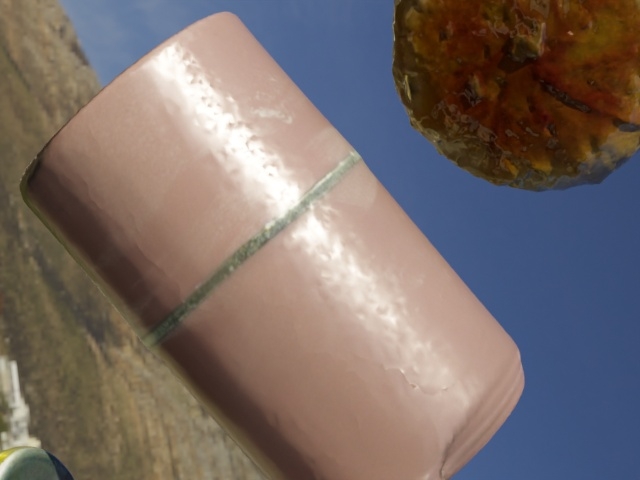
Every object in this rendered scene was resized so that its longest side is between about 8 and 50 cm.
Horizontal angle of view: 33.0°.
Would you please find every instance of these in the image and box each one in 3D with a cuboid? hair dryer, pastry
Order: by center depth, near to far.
[{"bbox_3d":[0.000,0.000,0.587,0.210,0.125,0.352,49,13,-1],"label":"hair dryer"},{"bbox_3d":[0.131,-0.128,0.666,0.093,0.182,0.193,-62,165,-62],"label":"pastry"}]

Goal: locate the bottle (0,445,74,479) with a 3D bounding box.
[{"bbox_3d":[-0.249,0.175,0.524,0.286,0.082,0.082,-20,-108,18],"label":"bottle"}]
